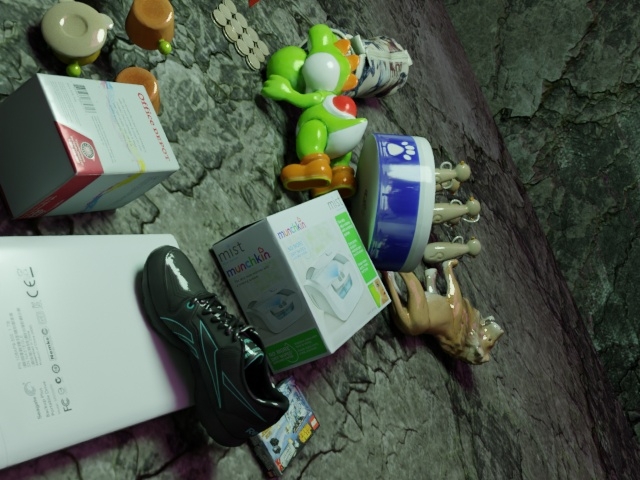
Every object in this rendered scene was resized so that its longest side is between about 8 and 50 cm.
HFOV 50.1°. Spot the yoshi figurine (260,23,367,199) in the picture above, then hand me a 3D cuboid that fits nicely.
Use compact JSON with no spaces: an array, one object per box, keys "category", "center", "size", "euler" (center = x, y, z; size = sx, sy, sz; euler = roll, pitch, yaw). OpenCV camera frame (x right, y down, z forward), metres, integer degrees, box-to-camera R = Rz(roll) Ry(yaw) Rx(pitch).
[{"category":"yoshi figurine","center":[-0.029,-0.264,1.414],"size":[0.202,0.203,0.363],"euler":[3,73,-13]}]

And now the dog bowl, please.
[{"category":"dog bowl","center":[0.133,-0.072,1.322],"size":[0.104,0.265,0.265],"euler":[5,52,-8]}]

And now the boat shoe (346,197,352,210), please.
[{"category":"boat shoe","center":[0.142,-0.151,1.612],"size":[0.096,0.112,0.335],"euler":[62,32,-12]}]

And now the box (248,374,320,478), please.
[{"category":"box","center":[-0.058,0.273,1.014],"size":[0.094,0.027,0.137],"euler":[61,29,-2]}]

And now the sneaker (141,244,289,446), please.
[{"category":"sneaker","center":[-0.126,0.119,0.853],"size":[0.268,0.106,0.101],"euler":[63,30,2]}]

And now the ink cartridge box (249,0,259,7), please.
[{"category":"ink cartridge box","center":[-0.113,-0.663,1.531],"size":[0.066,0.189,0.233],"euler":[34,41,-41]}]

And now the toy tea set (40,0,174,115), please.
[{"category":"toy tea set","center":[-0.305,-0.320,1.018],"size":[0.199,0.124,0.336],"euler":[10,72,-16]}]

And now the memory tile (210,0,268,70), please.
[{"category":"memory tile","center":[-0.167,-0.432,1.435],"size":[0.148,0.012,0.113],"euler":[50,31,-24]}]

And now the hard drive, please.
[{"category":"hard drive","center":[-0.269,0.107,0.784],"size":[0.353,0.047,0.233],"euler":[-2,69,-59]}]

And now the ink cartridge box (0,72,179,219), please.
[{"category":"ink cartridge box","center":[-0.292,-0.113,0.842],"size":[0.176,0.127,0.128],"euler":[-13,78,-61]}]

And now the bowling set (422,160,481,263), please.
[{"category":"bowling set","center":[0.315,-0.103,1.759],"size":[0.200,0.154,0.287],"euler":[-103,-174,-57]}]

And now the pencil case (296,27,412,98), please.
[{"category":"pencil case","center":[0.094,-0.429,1.685],"size":[0.410,0.183,0.160],"euler":[-28,108,-62]}]

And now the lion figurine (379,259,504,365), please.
[{"category":"lion figurine","center":[0.243,0.158,1.531],"size":[0.392,0.142,0.240],"euler":[9,66,-40]}]

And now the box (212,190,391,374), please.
[{"category":"box","center":[-0.024,0.059,1.150],"size":[0.262,0.126,0.231],"euler":[-26,91,-61]}]
